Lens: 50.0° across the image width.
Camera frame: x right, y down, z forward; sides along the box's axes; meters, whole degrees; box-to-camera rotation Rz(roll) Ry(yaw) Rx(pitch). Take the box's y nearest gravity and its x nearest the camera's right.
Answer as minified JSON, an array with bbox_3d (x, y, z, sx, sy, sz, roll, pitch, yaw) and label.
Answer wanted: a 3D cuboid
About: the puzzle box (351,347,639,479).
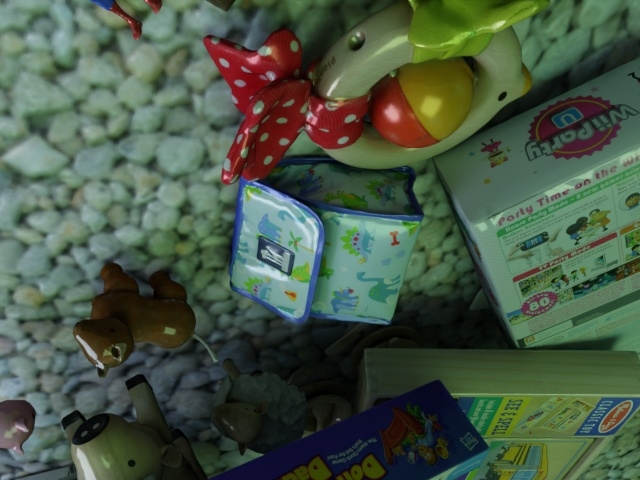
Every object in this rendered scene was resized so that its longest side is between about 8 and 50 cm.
[{"bbox_3d":[0.167,0.252,0.799,0.272,0.052,0.409,0,140,-2],"label":"puzzle box"}]

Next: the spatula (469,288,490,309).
[{"bbox_3d":[0.292,0.008,0.742,0.242,0.019,0.168,-4,129,-16],"label":"spatula"}]

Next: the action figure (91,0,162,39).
[{"bbox_3d":[-0.156,-0.173,0.432,0.115,0.030,0.038,31,119,-34],"label":"action figure"}]

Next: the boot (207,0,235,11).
[{"bbox_3d":[-0.065,-0.211,0.427,0.114,0.037,0.106,-39,128,21],"label":"boot"}]

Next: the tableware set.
[{"bbox_3d":[0.038,0.168,0.777,0.194,0.039,0.128,-41,130,17],"label":"tableware set"}]

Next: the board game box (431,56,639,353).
[{"bbox_3d":[0.260,0.002,0.645,0.224,0.097,0.303,-25,136,7],"label":"board game box"}]

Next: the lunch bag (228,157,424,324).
[{"bbox_3d":[0.000,0.000,0.591,0.151,0.096,0.128,7,128,-6],"label":"lunch bag"}]

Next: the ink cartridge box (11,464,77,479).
[{"bbox_3d":[-0.256,0.303,0.776,0.180,0.060,0.104,-12,132,-9],"label":"ink cartridge box"}]

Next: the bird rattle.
[{"bbox_3d":[0.053,-0.108,0.496,0.253,0.143,0.207,-40,145,19],"label":"bird rattle"}]

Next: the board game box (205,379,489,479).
[{"bbox_3d":[-0.042,0.272,0.593,0.347,0.078,0.233,-17,141,-24],"label":"board game box"}]

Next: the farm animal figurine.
[{"bbox_3d":[-0.190,0.206,0.589,0.330,0.172,0.327,-43,132,-2],"label":"farm animal figurine"}]
